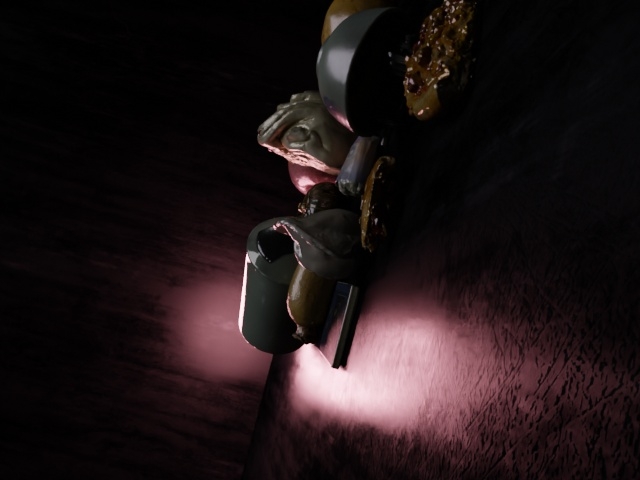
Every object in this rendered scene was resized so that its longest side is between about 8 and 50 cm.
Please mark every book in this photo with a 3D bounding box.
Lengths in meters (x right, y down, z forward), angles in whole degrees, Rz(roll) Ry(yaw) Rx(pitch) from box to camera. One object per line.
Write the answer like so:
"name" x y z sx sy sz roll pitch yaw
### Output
"book" 0.042 0.196 1.554 0.269 0.025 0.191 167 118 -84

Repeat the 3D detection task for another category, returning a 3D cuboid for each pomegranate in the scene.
"pomegranate" 0.118 -0.543 1.750 0.260 0.260 0.261 -165 90 -85

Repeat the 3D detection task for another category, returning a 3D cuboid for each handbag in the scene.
"handbag" 0.100 -0.192 1.711 0.117 0.095 0.173 112 176 -74

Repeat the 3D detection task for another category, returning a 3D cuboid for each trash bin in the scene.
"trash bin" -0.108 0.132 1.998 0.280 0.280 0.432 -80 5 -47

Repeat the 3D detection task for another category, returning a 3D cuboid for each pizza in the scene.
"pizza" 0.122 -0.067 1.272 0.154 0.069 0.194 125 153 -74
"pizza" 0.200 -0.322 1.098 0.336 0.086 0.226 -82 8 -63

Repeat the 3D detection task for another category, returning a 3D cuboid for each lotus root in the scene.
"lotus root" -0.016 0.124 1.733 0.146 0.130 0.304 21 -94 -61

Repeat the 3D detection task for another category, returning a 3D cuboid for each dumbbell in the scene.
"dumbbell" 0.164 -0.321 1.394 0.110 0.110 0.255 -82 3 -54

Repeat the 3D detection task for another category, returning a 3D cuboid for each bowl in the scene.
"bowl" 0.083 -0.390 1.452 0.289 0.146 0.289 -39 -38 -40

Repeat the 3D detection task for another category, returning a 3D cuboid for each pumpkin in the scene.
"pumpkin" -0.001 -0.086 2.101 0.224 0.157 0.224 -90 26 -52

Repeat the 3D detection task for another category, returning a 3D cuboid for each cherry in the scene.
"cherry" -0.015 -0.294 2.335 0.261 0.221 0.308 109 142 -72

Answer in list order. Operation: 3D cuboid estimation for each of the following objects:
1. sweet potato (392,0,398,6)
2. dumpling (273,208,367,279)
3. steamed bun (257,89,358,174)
"sweet potato" 0.213 -0.648 2.007 0.067 0.059 0.281 -17 53 41
"dumpling" -0.001 0.005 1.494 0.243 0.226 0.175 100 -176 -61
"steamed bun" -0.008 -0.345 1.967 0.394 0.346 0.238 24 93 66
